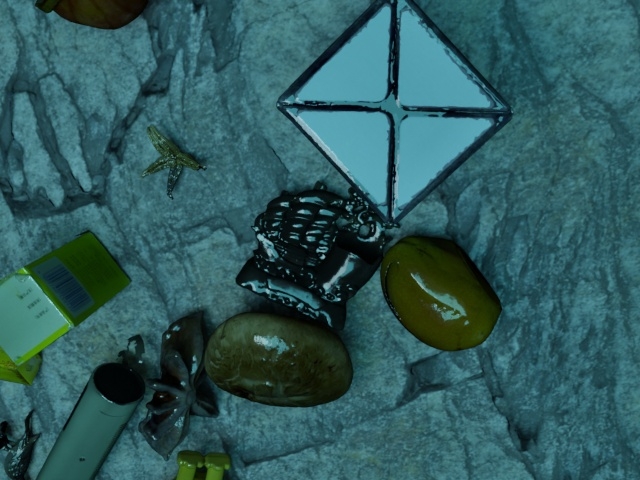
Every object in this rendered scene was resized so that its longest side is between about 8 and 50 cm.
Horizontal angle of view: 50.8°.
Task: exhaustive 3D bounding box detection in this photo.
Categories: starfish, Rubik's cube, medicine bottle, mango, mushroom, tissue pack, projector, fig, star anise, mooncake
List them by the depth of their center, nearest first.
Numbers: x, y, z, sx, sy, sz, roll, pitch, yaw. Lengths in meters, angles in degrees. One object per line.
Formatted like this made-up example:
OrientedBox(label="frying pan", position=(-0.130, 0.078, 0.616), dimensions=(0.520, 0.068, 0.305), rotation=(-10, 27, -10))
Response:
OrientedBox(label="Rubik's cube", position=(0.112, -0.207, 1.061), dimensions=(0.255, 0.260, 0.259), rotation=(45, 104, -4))
OrientedBox(label="fig", position=(-0.372, -0.434, 1.085), dimensions=(0.205, 0.205, 0.205), rotation=(1, 105, 5))
OrientedBox(label="mango", position=(0.204, 0.096, 1.198), dimensions=(0.166, 0.136, 0.236), rotation=(-36, 96, 14))
OrientedBox(label="medicine bottle", position=(-0.470, 0.094, 1.203), dimensions=(0.137, 0.250, 0.141), rotation=(-37, 96, 15))
OrientedBox(label="starfish", position=(-0.261, -0.141, 1.226), dimensions=(0.130, 0.041, 0.133), rotation=(10, 112, 11))
OrientedBox(label="mushroom", position=(-0.077, 0.227, 1.236), dimensions=(0.278, 0.146, 0.278), rotation=(2, 140, 2))
OrientedBox(label="star anise", position=(-0.273, 0.287, 1.272), dimensions=(0.111, 0.198, 0.257), rotation=(14, 120, 23))
OrientedBox(label="projector", position=(-0.456, 0.389, 1.323), dimensions=(0.108, 0.108, 0.337), rotation=(32, 115, -3))
OrientedBox(label="tissue pack", position=(-0.655, 0.229, 1.326), dimensions=(0.176, 0.062, 0.095), rotation=(11, 147, 3))
OrientedBox(label="mooncake", position=(-0.516, 0.190, 1.329), dimensions=(0.347, 0.057, 0.150), rotation=(-2, 62, -6))

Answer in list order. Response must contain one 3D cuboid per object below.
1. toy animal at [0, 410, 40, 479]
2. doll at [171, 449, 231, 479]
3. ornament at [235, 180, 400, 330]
OrientedBox(label="toy animal", position=(-0.635, 0.458, 1.407), dimensions=(0.105, 0.070, 0.202), rotation=(-6, 101, -12))
OrientedBox(label="doll", position=(-0.274, 0.576, 1.364), dimensions=(0.199, 0.145, 0.363), rotation=(11, 111, -11))
OrientedBox(label="ornament", position=(0.000, 0.000, 1.218), dimensions=(0.251, 0.106, 0.260), rotation=(23, 100, -4))
